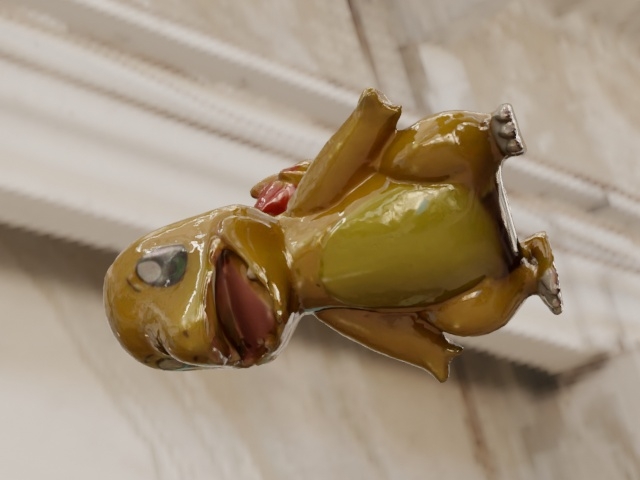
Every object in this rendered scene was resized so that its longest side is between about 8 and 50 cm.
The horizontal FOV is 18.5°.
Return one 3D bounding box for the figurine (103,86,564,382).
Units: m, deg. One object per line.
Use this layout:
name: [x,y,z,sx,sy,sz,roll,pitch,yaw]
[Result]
figurine: [-0.003,-0.001,0.775,0.176,0.122,0.121,-19,-69,-11]
